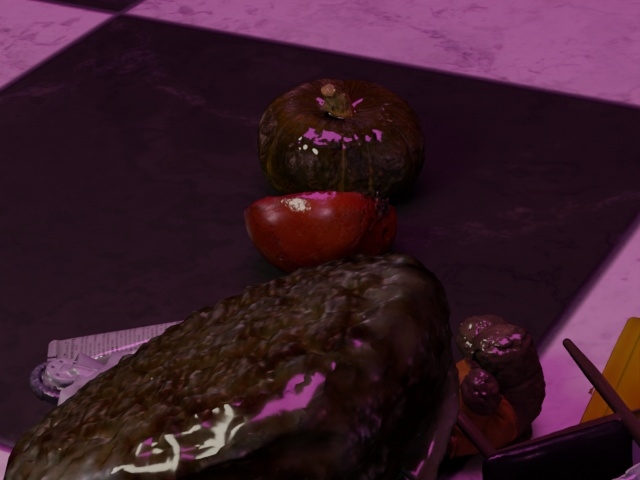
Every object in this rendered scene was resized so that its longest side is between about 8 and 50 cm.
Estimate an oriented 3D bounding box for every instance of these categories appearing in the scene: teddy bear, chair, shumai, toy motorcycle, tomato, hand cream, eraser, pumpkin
[{"bbox_3d":[0.134,0.163,1.683,0.190,0.140,0.177,-18,6,-8],"label":"teddy bear"},{"bbox_3d":[0.217,0.234,1.490,0.166,0.188,0.272,-15,29,-17],"label":"chair"},{"bbox_3d":[-0.033,0.231,1.373,0.395,0.348,0.395,-21,10,4],"label":"shumai"},{"bbox_3d":[-0.182,0.188,1.692,0.171,0.110,0.260,-9,34,-32],"label":"toy motorcycle"},{"bbox_3d":[0.000,0.000,1.996,0.173,0.099,0.189,-8,-12,22],"label":"tomato"},{"bbox_3d":[-0.210,0.121,1.868,0.194,0.042,0.067,-9,39,1],"label":"hand cream"},{"bbox_3d":[0.357,0.138,1.685,0.158,0.069,0.226,-20,18,33],"label":"eraser"},{"bbox_3d":[0.020,-0.137,2.155,0.219,0.162,0.219,-2,35,2],"label":"pumpkin"}]

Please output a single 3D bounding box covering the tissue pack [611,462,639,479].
[{"bbox_3d":[0.400,0.286,1.274,0.259,0.122,0.361,-24,72,-26],"label":"tissue pack"}]
